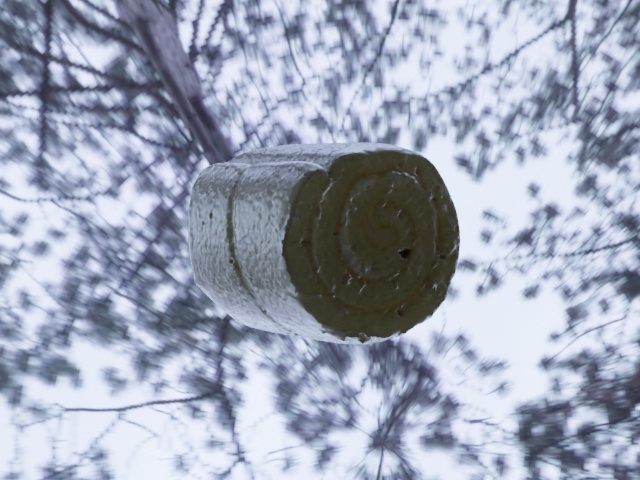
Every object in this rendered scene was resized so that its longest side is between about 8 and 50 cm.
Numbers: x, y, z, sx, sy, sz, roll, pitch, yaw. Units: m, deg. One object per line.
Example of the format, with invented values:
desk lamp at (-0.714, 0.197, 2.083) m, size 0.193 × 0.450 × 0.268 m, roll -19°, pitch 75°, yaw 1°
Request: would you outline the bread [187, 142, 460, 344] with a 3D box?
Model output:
bread at (0.000, 0.000, 1.155) m, size 0.148 × 0.141 × 0.134 m, roll -2°, pitch -86°, yaw -34°
